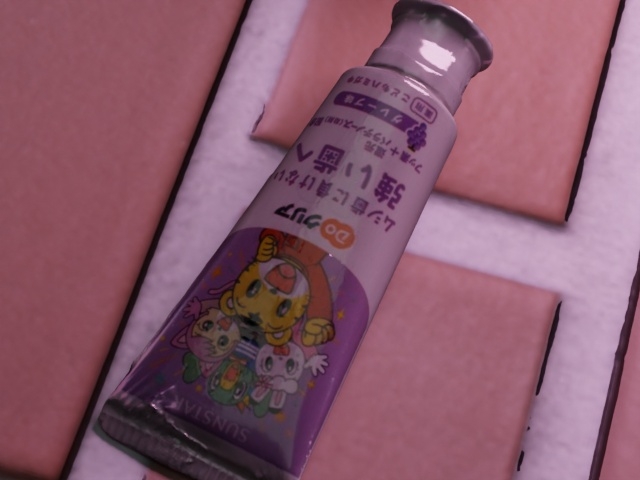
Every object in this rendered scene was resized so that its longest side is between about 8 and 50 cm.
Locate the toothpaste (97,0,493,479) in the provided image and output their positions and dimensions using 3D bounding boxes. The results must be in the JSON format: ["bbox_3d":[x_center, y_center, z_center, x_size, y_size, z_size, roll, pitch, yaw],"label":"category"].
[{"bbox_3d":[0.000,0.000,1.030,0.114,0.073,0.299,25,68,12],"label":"toothpaste"}]
